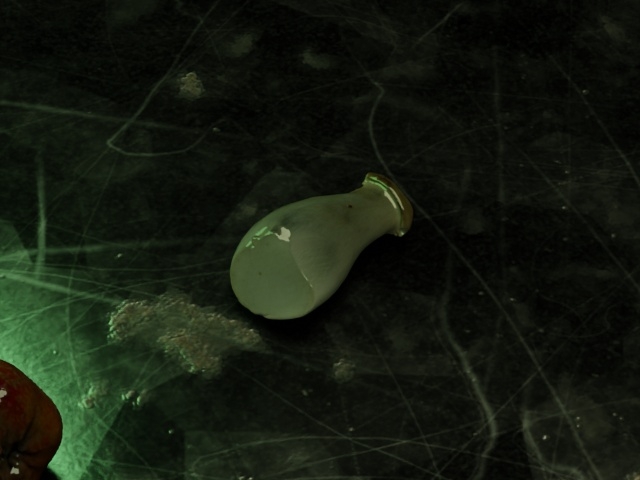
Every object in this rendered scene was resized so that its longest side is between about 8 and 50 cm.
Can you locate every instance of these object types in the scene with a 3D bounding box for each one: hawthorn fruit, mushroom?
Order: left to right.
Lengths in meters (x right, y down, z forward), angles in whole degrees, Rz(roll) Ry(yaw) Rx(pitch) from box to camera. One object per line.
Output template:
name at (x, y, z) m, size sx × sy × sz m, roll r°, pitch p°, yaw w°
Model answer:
hawthorn fruit at (-0.351, 0.174, 1.779) m, size 0.162 × 0.163 × 0.203 m, roll -34°, pitch 41°, yaw -30°
mushroom at (0.000, 0.000, 1.994) m, size 0.116 × 0.093 × 0.225 m, roll 42°, pitch 47°, yaw 11°
